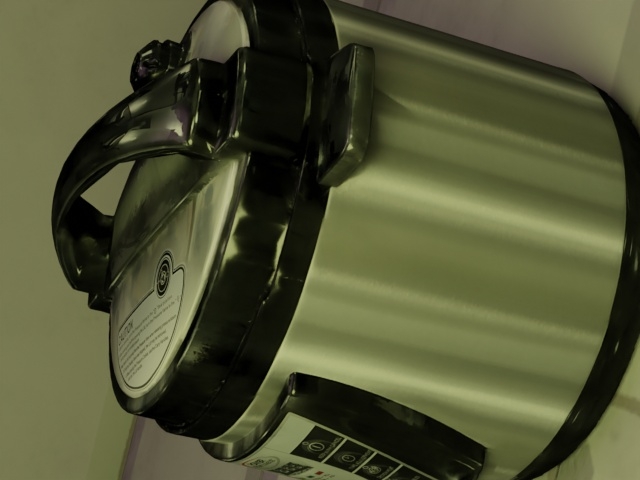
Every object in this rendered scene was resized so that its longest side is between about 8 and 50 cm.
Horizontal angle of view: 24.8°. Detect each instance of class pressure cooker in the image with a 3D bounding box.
[{"bbox_3d":[0.000,-0.005,1.158,0.375,0.420,0.370,-118,46,-61],"label":"pressure cooker"}]
